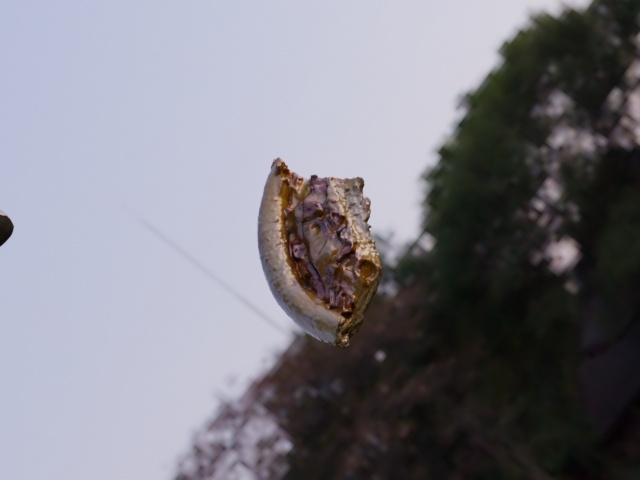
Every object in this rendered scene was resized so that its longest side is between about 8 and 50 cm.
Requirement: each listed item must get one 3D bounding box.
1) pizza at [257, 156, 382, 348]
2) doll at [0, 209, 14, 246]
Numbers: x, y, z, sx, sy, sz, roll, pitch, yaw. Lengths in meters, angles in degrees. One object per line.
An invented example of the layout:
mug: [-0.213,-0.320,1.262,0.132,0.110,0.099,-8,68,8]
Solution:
pizza: [-0.004,0.005,2.077,0.134,0.271,0.056,-25,-40,23]
doll: [-0.430,-0.115,1.646,0.382,0.252,0.378,24,-108,-53]
